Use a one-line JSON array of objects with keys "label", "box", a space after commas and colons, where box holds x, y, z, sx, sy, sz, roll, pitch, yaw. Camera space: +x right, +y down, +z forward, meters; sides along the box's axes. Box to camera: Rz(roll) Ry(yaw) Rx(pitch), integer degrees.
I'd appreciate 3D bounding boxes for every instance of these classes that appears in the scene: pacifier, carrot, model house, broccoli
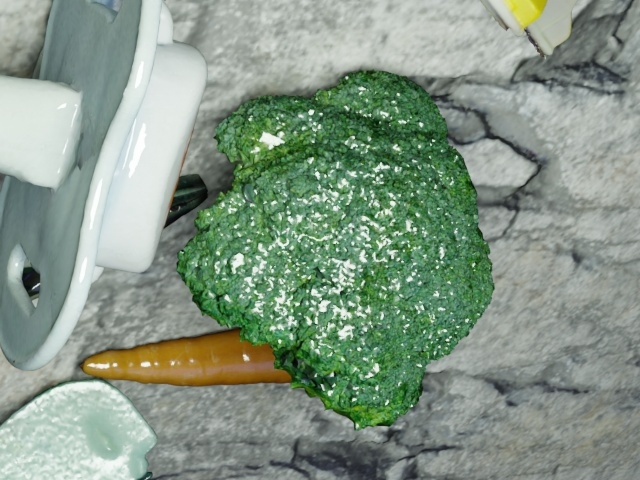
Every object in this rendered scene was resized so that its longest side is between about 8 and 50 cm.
[{"label": "pacifier", "box": [-0.202, -0.077, 1.185, 0.233, 0.244, 0.299, 12, 103, -29]}, {"label": "carrot", "box": [-0.047, 0.100, 1.659, 0.336, 0.069, 0.069, -6, 140, -24]}, {"label": "model house", "box": [-0.222, 0.199, 1.648, 0.148, 0.119, 0.148, -42, 175, -18]}, {"label": "broccoli", "box": [0.000, 0.000, 1.452, 0.269, 0.269, 0.254, -38, 110, 15]}]

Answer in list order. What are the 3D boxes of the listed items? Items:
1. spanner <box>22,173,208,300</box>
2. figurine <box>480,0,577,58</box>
[{"label": "spanner", "box": [-0.234, 0.025, 1.446, 0.325, 0.040, 0.095, -25, 145, -12]}, {"label": "figurine", "box": [0.225, -0.255, 1.304, 0.308, 0.143, 0.308, -38, -176, 3]}]
